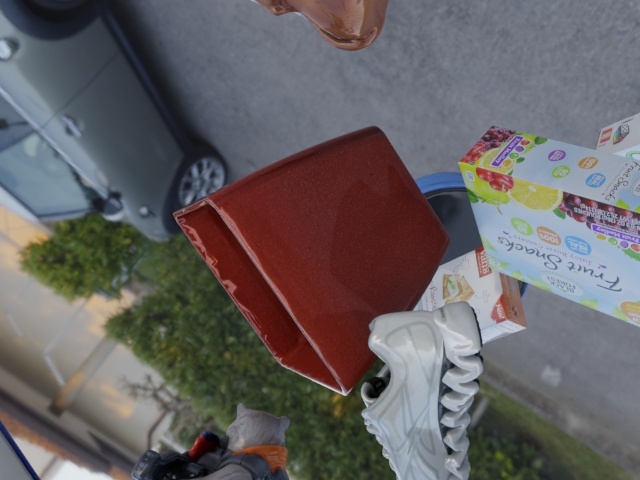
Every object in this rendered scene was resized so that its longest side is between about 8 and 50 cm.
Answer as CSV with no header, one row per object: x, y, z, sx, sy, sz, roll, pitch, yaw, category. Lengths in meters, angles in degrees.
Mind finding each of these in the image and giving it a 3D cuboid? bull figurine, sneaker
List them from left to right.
0.028,-0.357,0.703,0.188,0.311,0.101,19,-167,12,bull figurine
0.102,0.199,0.753,0.118,0.292,0.110,-1,-160,0,sneaker

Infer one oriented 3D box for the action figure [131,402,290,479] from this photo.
-0.092,0.369,0.850,0.178,0.331,0.341,3,163,21,action figure

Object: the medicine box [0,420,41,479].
-0.208,0.311,0.465,0.263,0.149,0.289,43,140,23,medicine box

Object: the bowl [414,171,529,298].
0.287,0.046,1.567,0.391,0.391,0.077,39,-170,-11,bowl

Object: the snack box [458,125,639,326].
0.261,-0.014,0.724,0.207,0.070,0.175,26,153,42,snack box

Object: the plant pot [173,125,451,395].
0.000,0.000,0.901,0.267,0.235,0.267,55,162,-10,plant pot

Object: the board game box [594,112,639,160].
0.474,-0.103,0.748,0.192,0.053,0.305,24,165,-15,board game box

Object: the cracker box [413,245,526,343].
0.257,0.120,1.309,0.067,0.156,0.232,24,141,-38,cracker box
